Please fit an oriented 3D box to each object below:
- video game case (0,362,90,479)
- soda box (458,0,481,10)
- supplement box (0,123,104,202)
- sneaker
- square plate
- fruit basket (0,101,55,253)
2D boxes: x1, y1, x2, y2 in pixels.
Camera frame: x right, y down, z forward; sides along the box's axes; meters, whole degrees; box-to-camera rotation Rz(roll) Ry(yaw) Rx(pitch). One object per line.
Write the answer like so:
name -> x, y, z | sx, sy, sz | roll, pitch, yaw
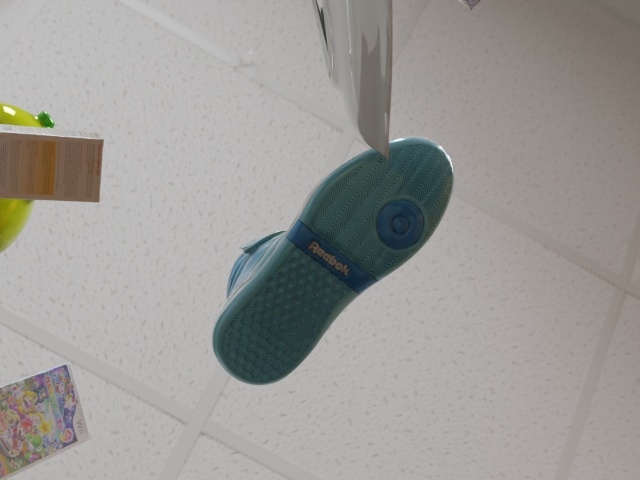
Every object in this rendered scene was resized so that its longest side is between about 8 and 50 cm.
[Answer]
video game case -> -0.295, 0.183, 0.771 | 0.122, 0.011, 0.087 | -16, -90, -59
soda box -> 0.212, -0.348, 0.798 | 0.216, 0.074, 0.069 | -39, -58, 13
supplement box -> -0.253, -0.071, 0.695 | 0.098, 0.036, 0.062 | 2, -72, -25
sneaker -> 0.000, 0.000, 0.850 | 0.319, 0.208, 0.127 | -43, -77, 3
square plate -> 0.003, -0.293, 0.639 | 0.049, 0.344, 0.347 | -11, -115, 0
fruit basket -> -0.481, -0.019, 0.887 | 0.392, 0.283, 0.392 | 10, -133, -11
